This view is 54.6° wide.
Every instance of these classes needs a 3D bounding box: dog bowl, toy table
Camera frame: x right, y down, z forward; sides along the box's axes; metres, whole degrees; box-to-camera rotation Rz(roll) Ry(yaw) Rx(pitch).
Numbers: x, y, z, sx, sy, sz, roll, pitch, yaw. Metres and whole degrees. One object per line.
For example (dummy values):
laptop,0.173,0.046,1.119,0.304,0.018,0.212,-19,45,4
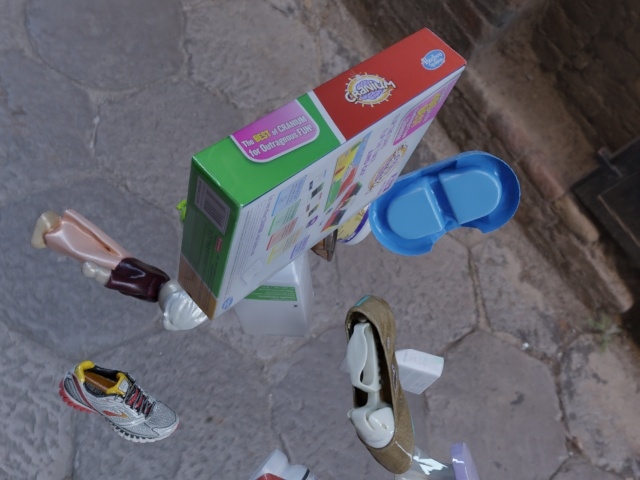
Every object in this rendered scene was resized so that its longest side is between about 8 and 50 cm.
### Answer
dog bowl,0.244,-0.080,1.239,0.165,0.297,0.074,63,21,-19
toy table,0.270,0.564,1.375,0.252,0.161,0.274,-84,156,-56

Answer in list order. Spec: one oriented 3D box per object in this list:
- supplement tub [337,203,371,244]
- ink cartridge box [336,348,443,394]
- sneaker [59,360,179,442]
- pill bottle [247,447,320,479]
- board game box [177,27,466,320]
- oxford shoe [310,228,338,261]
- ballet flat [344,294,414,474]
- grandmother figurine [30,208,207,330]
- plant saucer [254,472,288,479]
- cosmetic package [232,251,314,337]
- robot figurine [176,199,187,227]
supplement tub,-0.017,-0.145,1.669,0.332,0.241,0.240,19,59,-21
ink cartridge box,0.166,0.305,1.521,0.225,0.181,0.056,18,62,1
sneaker,-0.360,0.294,1.128,0.225,0.092,0.088,29,39,-14
pill bottle,-0.045,0.642,1.481,0.278,0.162,0.162,42,56,5
board game box,-0.004,-0.069,0.675,0.317,0.242,0.064,-36,76,-31
oxford shoe,0.000,0.000,1.440,0.076,0.212,0.076,9,77,6
ballet flat,0.098,0.274,1.161,0.124,0.116,0.342,3,81,-57
grandmother figurine,-0.342,0.054,1.092,0.343,0.104,0.208,27,11,12
plant saucer,-0.143,0.569,1.222,0.259,0.259,0.047,-35,51,3
cosmetic package,-0.126,0.119,1.621,0.197,0.365,0.155,2,60,5
robot figurine,-0.351,-0.064,1.700,0.101,0.115,0.067,42,74,-9
